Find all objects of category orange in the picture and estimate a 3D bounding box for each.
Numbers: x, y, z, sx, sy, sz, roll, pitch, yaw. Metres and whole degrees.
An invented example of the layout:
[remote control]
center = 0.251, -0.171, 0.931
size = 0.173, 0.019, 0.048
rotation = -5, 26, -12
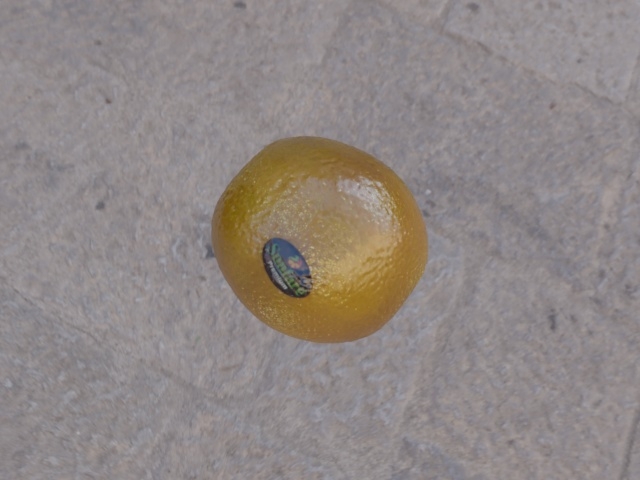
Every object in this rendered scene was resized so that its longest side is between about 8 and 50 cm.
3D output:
[orange]
center = 0.000, 0.000, 0.838
size = 0.236, 0.236, 0.236
rotation = 3, 69, -9
